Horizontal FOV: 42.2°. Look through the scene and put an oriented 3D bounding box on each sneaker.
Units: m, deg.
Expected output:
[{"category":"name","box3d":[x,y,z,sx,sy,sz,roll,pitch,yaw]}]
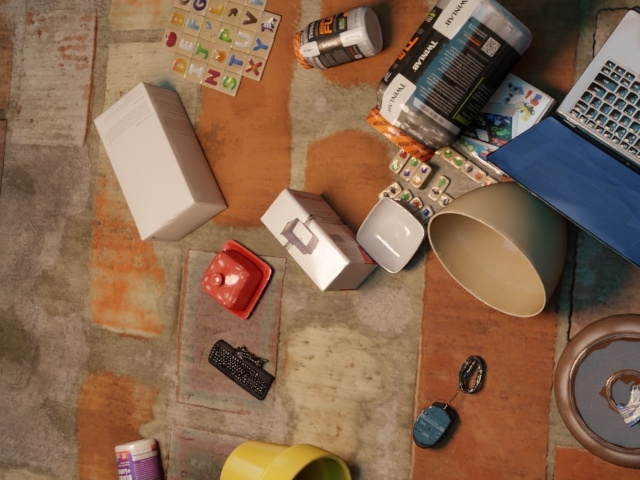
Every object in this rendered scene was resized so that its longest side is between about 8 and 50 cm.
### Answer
[{"category":"sneaker","box3d":[0.623,0.295,1.594,0.135,0.052,0.058,-50,63,16]}]

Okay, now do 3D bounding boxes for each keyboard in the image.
[{"category":"keyboard","box3d":[-0.204,0.313,2.081,0.192,0.038,0.100,31,101,24]}]

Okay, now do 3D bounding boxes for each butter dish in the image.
[{"category":"butter dish","box3d":[-0.230,0.097,2.059,0.160,0.118,0.160,35,104,24]}]

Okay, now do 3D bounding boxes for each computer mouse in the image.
[{"category":"computer mouse","box3d":[0.284,0.356,1.831,0.071,0.041,0.242,37,98,15]}]

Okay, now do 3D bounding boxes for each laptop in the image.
[{"category":"laptop","box3d":[0.609,-0.204,1.573,0.382,0.236,0.408,40,105,22]}]

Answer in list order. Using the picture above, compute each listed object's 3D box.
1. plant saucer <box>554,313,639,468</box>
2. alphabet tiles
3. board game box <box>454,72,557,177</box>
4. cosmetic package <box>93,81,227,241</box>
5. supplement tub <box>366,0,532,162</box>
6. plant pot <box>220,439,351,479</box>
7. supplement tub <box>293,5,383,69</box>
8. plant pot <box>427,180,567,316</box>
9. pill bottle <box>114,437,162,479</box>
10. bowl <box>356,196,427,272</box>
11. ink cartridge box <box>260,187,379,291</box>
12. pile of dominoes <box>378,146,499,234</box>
[{"category":"plant saucer","box3d":[0.618,0.301,1.651,0.311,0.050,0.310,-2,86,28]},{"category":"alphabet tiles","box3d":[-0.266,-0.543,2.168,0.342,0.011,0.285,24,99,26]},{"category":"board game box","box3d":[0.335,-0.300,1.821,0.305,0.053,0.193,39,104,23]},{"category":"cosmetic package","box3d":[-0.417,-0.199,2.149,0.197,0.155,0.365,-31,75,23]},{"category":"supplement tub","box3d":[0.258,-0.341,1.717,0.207,0.207,0.338,42,104,23]},{"category":"plant pot","box3d":[-0.096,0.573,1.910,0.239,0.254,0.254,14,94,43]},{"category":"supplement tub","box3d":[0.040,-0.469,1.946,0.190,0.117,0.117,-11,83,26]},{"category":"plant pot","box3d":[0.388,-0.012,1.686,0.284,0.284,0.191,36,68,24]},{"category":"pill bottle","box3d":[-0.468,0.621,2.162,0.108,0.108,0.193,-16,80,26]},{"category":"bowl","box3d":[0.169,-0.014,1.886,0.142,0.053,0.142,44,117,22]},{"category":"ink cartridge box","box3d":[0.000,0.000,1.913,0.100,0.172,0.237,-48,68,18]},{"category":"pile of dominoes","box3d":[0.261,-0.107,1.858,0.251,0.040,0.196,40,105,24]}]
